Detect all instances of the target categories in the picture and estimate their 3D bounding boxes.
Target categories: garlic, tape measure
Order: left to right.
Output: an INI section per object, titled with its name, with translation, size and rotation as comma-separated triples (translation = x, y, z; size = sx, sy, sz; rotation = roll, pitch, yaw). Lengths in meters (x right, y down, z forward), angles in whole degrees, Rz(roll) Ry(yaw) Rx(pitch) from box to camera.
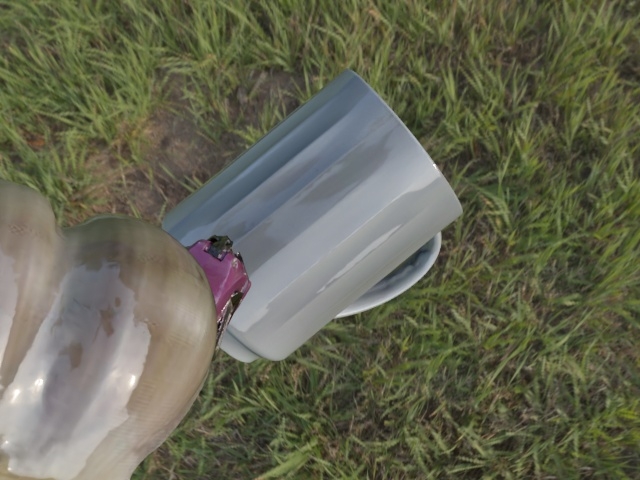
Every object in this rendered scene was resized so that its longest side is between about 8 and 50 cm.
[garlic]
translation = -0.199, 0.072, 0.434
size = 0.237, 0.210, 0.292
rotation = -49, 32, 22
[tape measure]
translation = -0.110, 0.056, 0.611
size = 0.074, 0.118, 0.125
rotation = 27, 76, 6

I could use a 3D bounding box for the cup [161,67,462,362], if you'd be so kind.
[cup]
translation = 0.000, 0.000, 0.883
size = 0.327, 0.323, 0.237
rotation = -40, 42, 4
